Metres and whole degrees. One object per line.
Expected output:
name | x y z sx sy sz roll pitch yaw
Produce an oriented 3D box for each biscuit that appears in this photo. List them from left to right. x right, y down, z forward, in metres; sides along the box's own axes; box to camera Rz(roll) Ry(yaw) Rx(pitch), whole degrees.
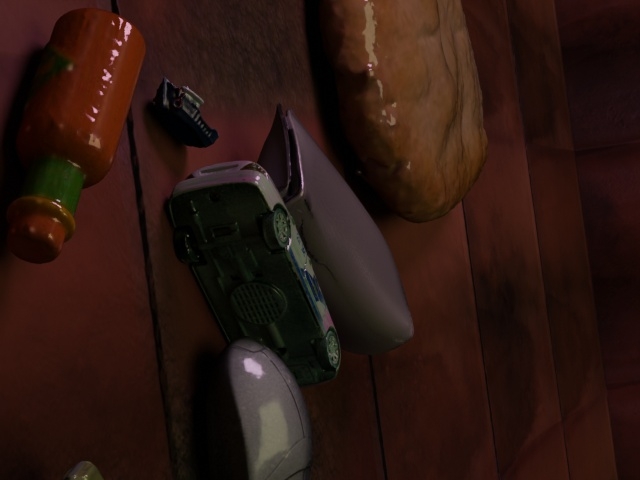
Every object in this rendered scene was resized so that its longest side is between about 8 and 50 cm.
biscuit | 0.104 -0.239 1.676 0.446 0.104 0.429 -42 122 -67

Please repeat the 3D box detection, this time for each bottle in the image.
bottle | -0.167 -0.068 0.934 0.069 0.069 0.187 59 31 -47

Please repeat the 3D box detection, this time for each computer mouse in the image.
computer mouse | -0.042 0.192 1.153 0.113 0.068 0.228 -14 100 -62

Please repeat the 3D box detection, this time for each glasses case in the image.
glasses case | 0.000 -0.002 1.344 0.308 0.083 0.128 53 29 -53

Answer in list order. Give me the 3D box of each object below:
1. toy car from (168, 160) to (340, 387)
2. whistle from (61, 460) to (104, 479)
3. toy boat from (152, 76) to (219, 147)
toy car | -0.049 0.030 1.186 0.076 0.090 0.224 -76 151 -50
whistle | -0.125 0.251 0.906 0.105 0.085 0.227 -55 134 -74
toy boat | -0.110 -0.105 1.146 0.083 0.038 0.038 52 36 -53
